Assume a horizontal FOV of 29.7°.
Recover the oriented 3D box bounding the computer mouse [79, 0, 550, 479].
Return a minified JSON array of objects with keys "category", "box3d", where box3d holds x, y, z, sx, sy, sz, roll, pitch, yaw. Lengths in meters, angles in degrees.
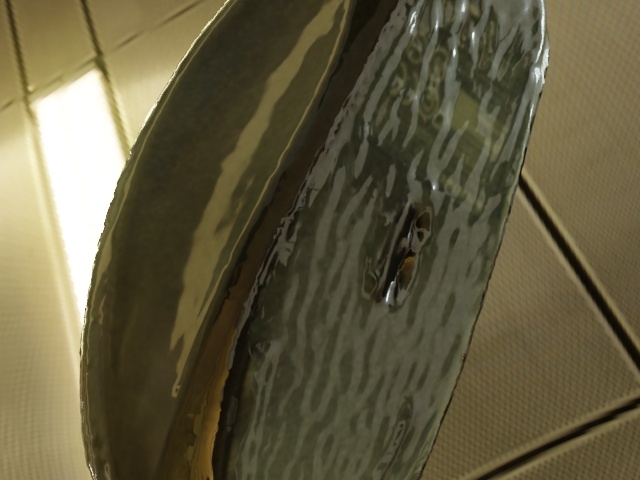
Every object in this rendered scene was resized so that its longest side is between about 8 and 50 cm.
[{"category":"computer mouse","box3d":[-0.001,0.000,0.592,0.114,0.203,0.374,12,-104,41]}]
